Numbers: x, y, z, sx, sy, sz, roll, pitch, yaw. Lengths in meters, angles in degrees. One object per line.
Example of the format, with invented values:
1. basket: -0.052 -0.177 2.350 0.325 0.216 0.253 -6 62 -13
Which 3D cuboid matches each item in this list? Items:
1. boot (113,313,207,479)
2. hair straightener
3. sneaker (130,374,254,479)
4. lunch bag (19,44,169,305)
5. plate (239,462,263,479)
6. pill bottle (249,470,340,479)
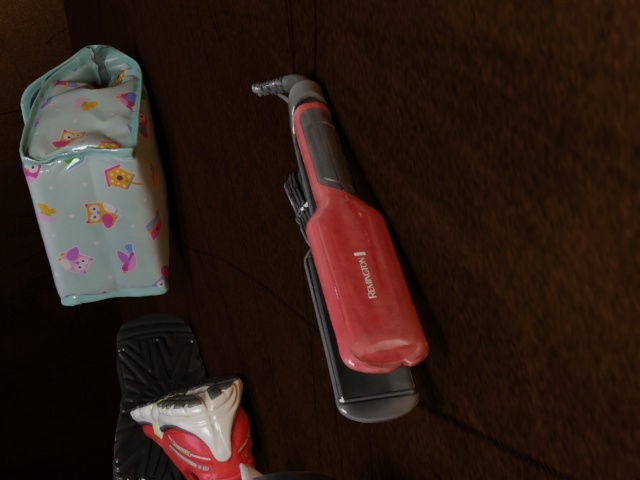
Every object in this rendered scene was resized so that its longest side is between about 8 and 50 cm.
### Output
1. boot: -0.189 0.289 1.488 0.348 0.131 0.260 -101 14 -52
2. hair straightener: 0.000 0.000 0.619 0.089 0.047 0.230 93 161 -47
3. sneaker: -0.127 0.210 1.239 0.279 0.107 0.118 149 102 -77
4. lunch bag: -0.267 -0.087 1.452 0.262 0.160 0.223 -100 3 -52
5. plate: -0.005 0.355 0.922 0.277 0.045 0.278 -114 15 -55
6. pill bottle: 0.010 0.189 0.567 0.246 0.131 0.130 168 90 -77
